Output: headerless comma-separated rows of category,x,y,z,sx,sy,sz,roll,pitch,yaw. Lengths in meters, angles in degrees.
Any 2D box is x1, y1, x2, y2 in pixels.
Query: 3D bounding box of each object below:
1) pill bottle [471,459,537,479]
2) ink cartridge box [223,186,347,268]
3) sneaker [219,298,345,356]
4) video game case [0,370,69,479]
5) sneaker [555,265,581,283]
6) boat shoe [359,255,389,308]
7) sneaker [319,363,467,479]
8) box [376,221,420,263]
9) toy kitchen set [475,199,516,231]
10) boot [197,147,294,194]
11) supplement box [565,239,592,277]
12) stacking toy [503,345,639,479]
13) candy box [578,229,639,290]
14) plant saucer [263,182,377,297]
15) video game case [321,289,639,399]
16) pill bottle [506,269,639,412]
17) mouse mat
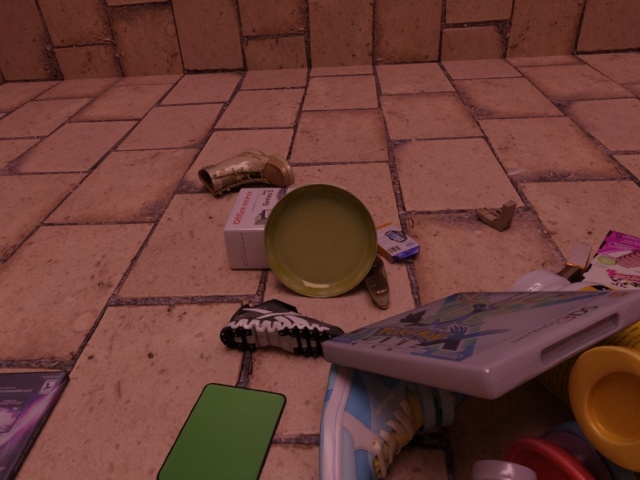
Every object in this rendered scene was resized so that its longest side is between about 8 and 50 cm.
pill bottle,0.202,0.350,0.545,0.103,0.103,0.184,6,53,14
ink cartridge box,-0.074,-0.033,1.174,0.272,0.115,0.198,0,34,5
sneaker,-0.065,0.155,0.927,0.234,0.078,0.106,1,37,11
video game case,-0.552,0.322,0.779,0.195,0.026,0.274,-2,33,3
sneaker,0.429,0.098,0.955,0.188,0.066,0.071,-33,40,-24
boat shoe,0.119,0.085,1.051,0.056,0.048,0.153,-16,28,0
sneaker,0.110,0.265,0.704,0.208,0.127,0.319,1,35,9
box,0.172,0.008,1.168,0.081,0.028,0.136,-19,39,-22
toy kitchen set,0.447,-0.080,1.225,0.068,0.075,0.083,-23,42,-27
boot,-0.220,-0.190,1.440,0.203,0.095,0.262,-28,39,-32
supplement box,0.537,0.051,1.032,0.036,0.062,0.098,16,40,29
stacking toy,0.360,0.283,0.522,0.130,0.309,0.280,-5,46,-22
candy box,0.617,0.079,0.974,0.159,0.071,0.233,22,42,33
plant saucer,0.000,0.000,1.040,0.240,0.241,0.037,0,7,6
video game case,0.206,0.121,0.673,0.299,0.036,0.329,-14,0,-29
pill bottle,0.428,0.178,0.729,0.187,0.188,0.334,-16,29,-17
mouse mat,-0.149,0.307,0.774,0.152,0.007,0.190,5,34,13
